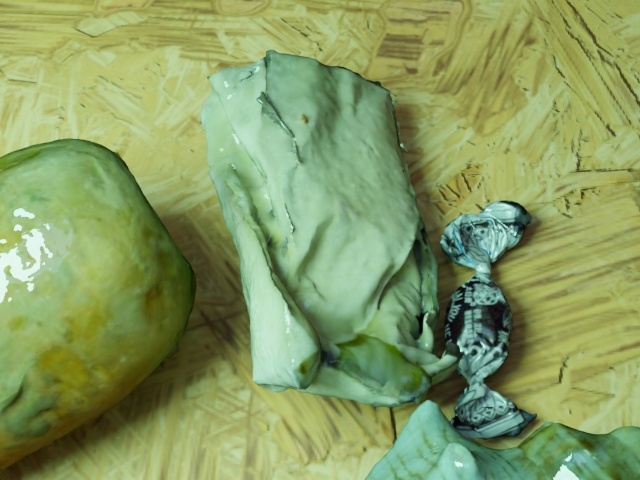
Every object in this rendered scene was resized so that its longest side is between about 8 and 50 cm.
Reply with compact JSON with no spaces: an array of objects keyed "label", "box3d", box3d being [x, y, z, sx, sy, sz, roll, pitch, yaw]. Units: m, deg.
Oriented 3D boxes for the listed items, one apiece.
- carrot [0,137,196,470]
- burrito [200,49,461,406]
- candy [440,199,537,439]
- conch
[{"label":"carrot","box3d":[-0.274,0.073,0.783,0.340,0.224,0.224,-33,65,-8]},{"label":"burrito","box3d":[-0.003,0.000,0.841,0.135,0.190,0.332,-36,52,37]},{"label":"candy","box3d":[0.147,0.065,0.847,0.094,0.051,0.226,6,64,5]},{"label":"conch","box3d":[0.108,0.215,0.710,0.386,0.169,0.203,-18,50,-5]}]
